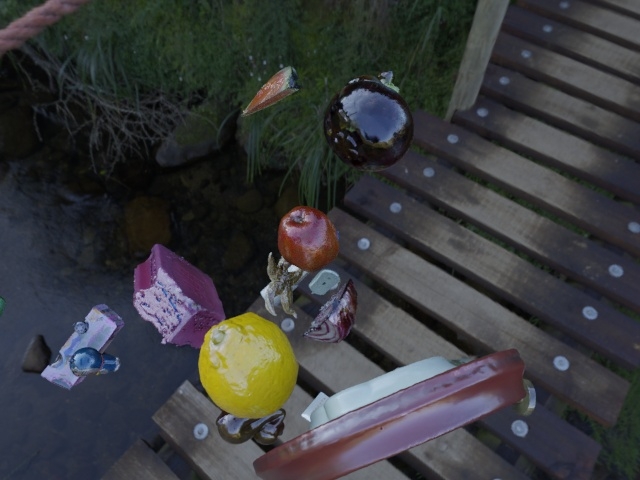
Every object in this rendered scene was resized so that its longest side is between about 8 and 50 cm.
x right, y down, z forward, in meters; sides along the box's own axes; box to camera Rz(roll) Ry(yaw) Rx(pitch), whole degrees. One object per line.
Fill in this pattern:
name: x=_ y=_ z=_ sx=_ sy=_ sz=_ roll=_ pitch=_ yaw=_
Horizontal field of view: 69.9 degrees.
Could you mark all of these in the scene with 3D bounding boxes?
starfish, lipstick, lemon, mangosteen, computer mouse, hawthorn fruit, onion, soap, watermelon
starfish: x=-0.111 y=0.126 z=1.466 sx=0.062 sy=0.277 sz=0.236 roll=3 pitch=39 yaw=34
lipstick: x=-0.124 y=0.156 z=1.837 sx=0.253 sy=0.079 sz=0.077 roll=-43 pitch=64 yaw=15
lemon: x=-0.087 y=0.149 z=0.550 sx=0.114 sy=0.155 sz=0.114 roll=-10 pitch=46 yaw=11
mangosteen: x=0.140 y=-0.316 z=1.163 sx=0.231 sy=0.231 sz=0.289 roll=27 pitch=68 yaw=13
computer mouse: x=0.010 y=0.109 z=1.236 sx=0.055 sy=0.110 sz=0.032 roll=34 pitch=37 yaw=-14
hawthorn fruit: x=-0.035 y=-0.008 z=1.290 sx=0.189 sy=0.189 sz=0.189 roll=2 pitch=57 yaw=-3
onion: x=0.081 y=0.291 z=1.860 sx=0.146 sy=0.314 sz=0.280 roll=38 pitch=57 yaw=3
soap: x=-0.281 y=0.119 z=0.910 sx=0.099 sy=0.162 sz=0.250 roll=-50 pitch=29 yaw=0
watermelon: x=-0.119 y=-0.363 z=1.124 sx=0.119 sy=0.245 sz=0.063 roll=-46 pitch=114 yaw=-27

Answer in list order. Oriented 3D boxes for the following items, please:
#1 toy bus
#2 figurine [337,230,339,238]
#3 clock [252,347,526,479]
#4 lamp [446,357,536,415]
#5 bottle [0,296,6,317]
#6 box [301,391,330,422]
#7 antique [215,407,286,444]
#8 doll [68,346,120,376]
toy bus: x=-0.756 y=0.340 z=1.461 sx=0.112 sy=0.090 sz=0.274 roll=37 pitch=90 yaw=-1
figurine: x=0.004 y=-0.004 z=1.570 sx=0.136 sy=0.079 sz=0.077 roll=-29 pitch=82 yaw=-47
clock: x=0.076 y=0.194 z=0.519 sx=0.318 sy=0.318 sz=0.080 roll=-15 pitch=65 yaw=-14
lamp: x=0.314 y=0.300 z=0.923 sx=0.214 sy=0.121 sz=0.121 roll=9 pitch=57 yaw=-7
bottle: x=-0.777 y=0.265 z=0.972 sx=0.093 sy=0.093 sz=0.330 roll=1 pitch=53 yaw=-3
box: x=0.048 y=0.667 z=1.705 sx=0.220 sy=0.032 sz=0.122 roll=22 pitch=50 yaw=37
antique: x=-0.218 y=0.584 z=1.472 sx=0.121 sy=0.257 sz=0.144 roll=-1 pitch=66 yaw=39
doll: x=-0.678 y=0.364 z=1.364 sx=0.114 sy=0.152 sz=0.086 roll=-14 pitch=65 yaw=25
